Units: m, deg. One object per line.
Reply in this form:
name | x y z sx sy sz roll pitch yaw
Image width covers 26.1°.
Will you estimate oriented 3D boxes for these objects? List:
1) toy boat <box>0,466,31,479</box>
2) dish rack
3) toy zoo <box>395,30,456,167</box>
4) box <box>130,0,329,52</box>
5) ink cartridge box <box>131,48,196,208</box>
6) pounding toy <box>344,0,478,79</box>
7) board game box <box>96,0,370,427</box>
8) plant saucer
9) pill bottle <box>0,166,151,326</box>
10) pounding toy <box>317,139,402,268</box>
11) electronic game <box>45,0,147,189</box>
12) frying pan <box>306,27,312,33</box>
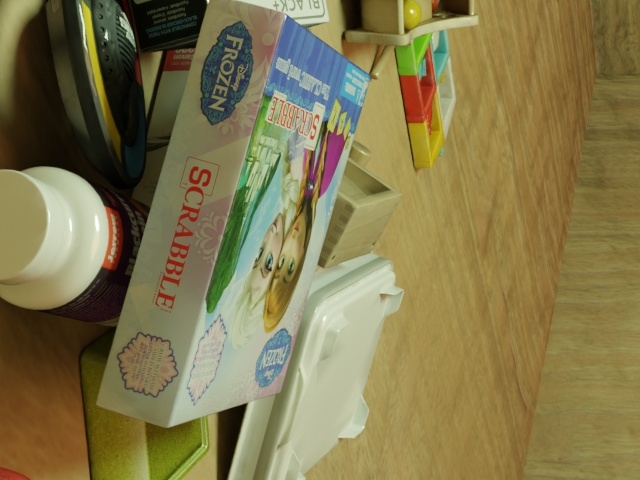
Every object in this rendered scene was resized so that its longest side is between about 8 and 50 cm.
toy boat | -0.210 0.283 0.988 0.151 0.151 0.231 -45 135 -62
dish rack | 0.006 0.157 1.615 0.333 0.072 0.286 -23 131 -68
toy zoo | 0.172 -0.252 2.198 0.192 0.030 0.293 -66 152 -46
box | -0.097 -0.313 1.175 0.169 0.087 0.290 -16 97 -53
ink cartridge box | -0.101 -0.072 1.340 0.158 0.092 0.218 54 42 -61
pounding toy | 0.134 -0.293 1.891 0.269 0.154 0.155 -42 132 -64
board game box | -0.059 -0.017 1.154 0.318 0.066 0.318 3 103 -76
plant saucer | -0.154 0.162 1.294 0.188 0.045 0.188 -41 132 -65
pill bottle | -0.195 0.004 1.052 0.193 0.108 0.108 26 68 -70
pounding toy | -0.007 -0.060 1.573 0.094 0.181 0.206 -62 161 20
electronic game | -0.172 -0.154 1.099 0.229 0.048 0.229 -9 90 -87
frying pan | -0.080 -0.292 1.315 0.197 0.053 0.326 52 -11 45
